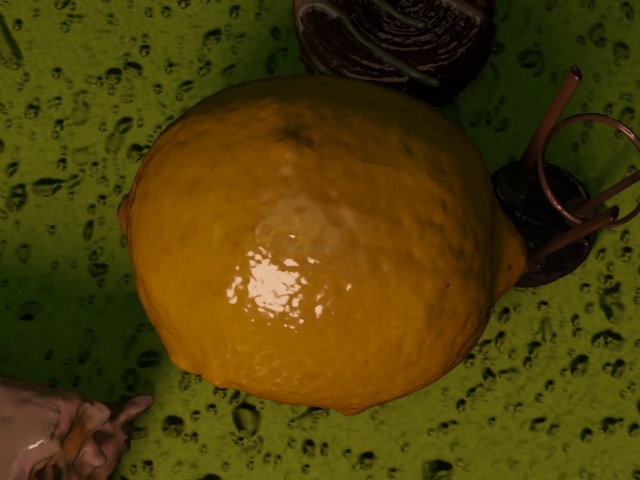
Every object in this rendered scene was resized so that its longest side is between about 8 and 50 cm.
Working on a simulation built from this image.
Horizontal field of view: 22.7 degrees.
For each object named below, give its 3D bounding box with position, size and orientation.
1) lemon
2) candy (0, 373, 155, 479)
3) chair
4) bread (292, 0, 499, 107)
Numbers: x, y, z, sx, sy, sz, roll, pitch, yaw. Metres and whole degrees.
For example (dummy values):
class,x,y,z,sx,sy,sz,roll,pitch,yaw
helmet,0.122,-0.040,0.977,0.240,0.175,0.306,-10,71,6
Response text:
class,x,y,z,sx,sy,sz,roll,pitch,yaw
lemon,0.000,0.000,1.094,0.288,0.233,0.233,8,80,2
candy,-0.245,0.166,1.125,0.195,0.137,0.184,14,80,23
chair,0.180,-0.035,1.104,0.095,0.221,0.104,-4,75,-18
bread,0.053,-0.172,1.200,0.160,0.073,0.160,-1,79,7
